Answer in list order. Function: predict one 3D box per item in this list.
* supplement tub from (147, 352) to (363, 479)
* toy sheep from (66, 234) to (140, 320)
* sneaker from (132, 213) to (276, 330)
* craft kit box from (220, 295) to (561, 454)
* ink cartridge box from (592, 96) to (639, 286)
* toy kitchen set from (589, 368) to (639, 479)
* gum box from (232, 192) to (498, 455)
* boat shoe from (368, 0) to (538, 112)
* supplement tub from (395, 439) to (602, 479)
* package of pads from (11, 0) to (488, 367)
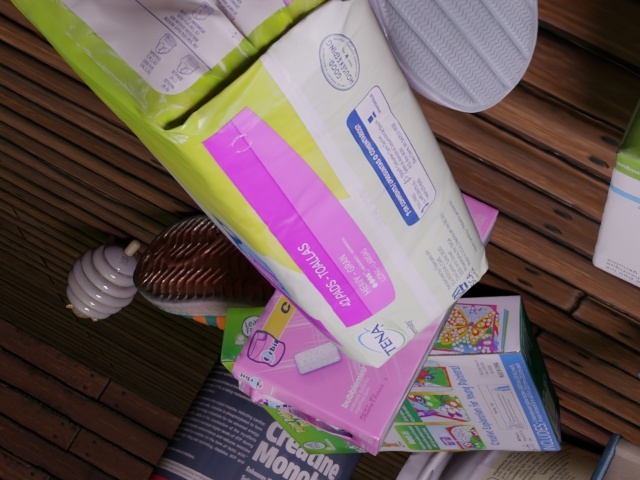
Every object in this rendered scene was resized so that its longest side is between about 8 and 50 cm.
[{"bbox_3d":[-0.054,0.218,1.396,0.191,0.272,0.191,27,164,8],"label":"supplement tub"},{"bbox_3d":[-0.255,0.044,1.533,0.091,0.132,0.091,30,-154,-16],"label":"toy sheep"},{"bbox_3d":[-0.058,0.055,1.210,0.302,0.108,0.121,9,150,48],"label":"sneaker"},{"bbox_3d":[0.071,0.124,1.119,0.246,0.061,0.250,-6,152,15],"label":"craft kit box"},{"bbox_3d":[0.229,0.013,0.599,0.188,0.097,0.255,25,163,16],"label":"ink cartridge box"},{"bbox_3d":[0.268,0.185,0.924,0.207,0.166,0.122,40,161,-30],"label":"toy kitchen set"},{"bbox_3d":[0.030,0.044,0.874,0.107,0.188,0.062,26,163,10],"label":"gum box"},{"bbox_3d":[0.021,-0.147,0.546,0.076,0.083,0.226,46,176,47],"label":"boat shoe"},{"bbox_3d":[0.242,0.322,1.264,0.325,0.235,0.235,17,159,39],"label":"supplement tub"},{"bbox_3d":[-0.067,-0.098,0.614,0.296,0.101,0.229,45,175,36],"label":"package of pads"}]
